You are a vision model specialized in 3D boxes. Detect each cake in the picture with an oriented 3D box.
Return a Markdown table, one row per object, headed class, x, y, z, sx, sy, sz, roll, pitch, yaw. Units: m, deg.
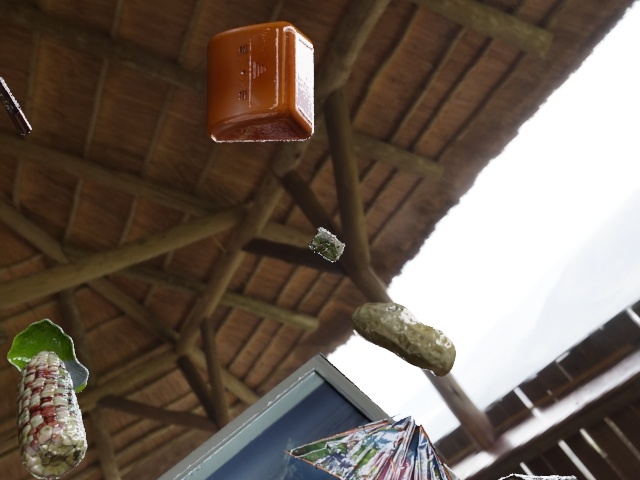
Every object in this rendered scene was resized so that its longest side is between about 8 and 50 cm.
| class | x | y | z | sx | sy | sz | roll | pitch | yaw |
| --- | --- | --- | --- | --- | --- | --- | --- | --- | --- |
| cake | 0.000 | 0.000 | 1.344 | 0.051 | 0.055 | 0.140 | -54 | -25 | 0 |

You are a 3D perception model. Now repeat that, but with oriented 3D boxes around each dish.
| class | x | y | z | sx | sy | sz | roll | pitch | yaw |
| --- | --- | --- | --- | --- | --- | --- | --- | --- | --- |
| dish | -0.441 | 0.199 | 1.109 | 0.091 | 0.137 | 0.039 | -46 | 1 | -19 |

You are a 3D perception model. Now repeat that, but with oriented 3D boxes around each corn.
| class | x | y | z | sx | sy | sz | roll | pitch | yaw |
| --- | --- | --- | --- | --- | --- | --- | --- | --- | --- |
| corn | -0.387 | 0.237 | 0.953 | 0.086 | 0.253 | 0.086 | -10 | -65 | -24 |

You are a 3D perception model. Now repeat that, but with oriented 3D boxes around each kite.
| class | x | y | z | sx | sy | sz | roll | pitch | yaw |
| --- | --- | --- | --- | --- | --- | --- | --- | --- | --- |
| kite | 0.076 | 0.270 | 0.779 | 0.183 | 0.241 | 0.014 | -67 | -2 | -49 |

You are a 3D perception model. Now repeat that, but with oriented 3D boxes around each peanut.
| class | x | y | z | sx | sy | sz | roll | pitch | yaw |
| --- | --- | --- | --- | --- | --- | --- | --- | --- | --- |
| peanut | 0.145 | 0.170 | 1.205 | 0.099 | 0.214 | 0.099 | -36 | -37 | -33 |

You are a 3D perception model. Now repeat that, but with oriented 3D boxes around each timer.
| class | x | y | z | sx | sy | sz | roll | pitch | yaw |
| --- | --- | --- | --- | --- | --- | --- | --- | --- | --- |
| timer | -0.157 | -0.369 | 1.580 | 0.250 | 0.257 | 0.161 | -2 | -6 | 18 |

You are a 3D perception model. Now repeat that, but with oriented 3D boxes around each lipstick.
| class | x | y | z | sx | sy | sz | roll | pitch | yaw |
| --- | --- | --- | --- | --- | --- | --- | --- | --- | --- |
| lipstick | -0.532 | -0.238 | 1.145 | 0.027 | 0.027 | 0.176 | -33 | -16 | -17 |

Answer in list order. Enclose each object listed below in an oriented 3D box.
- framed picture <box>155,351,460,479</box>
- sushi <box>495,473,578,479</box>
| class | x | y | z | sx | sy | sz | roll | pitch | yaw |
| --- | --- | --- | --- | --- | --- | --- | --- | --- | --- |
| framed picture | -0.043 | 0.394 | 1.017 | 0.446 | 0.326 | 0.028 | -34 | -32 | -34 |
| sushi | 0.156 | 0.247 | 0.505 | 0.078 | 0.090 | 0.150 | -19 | 20 | 47 |
